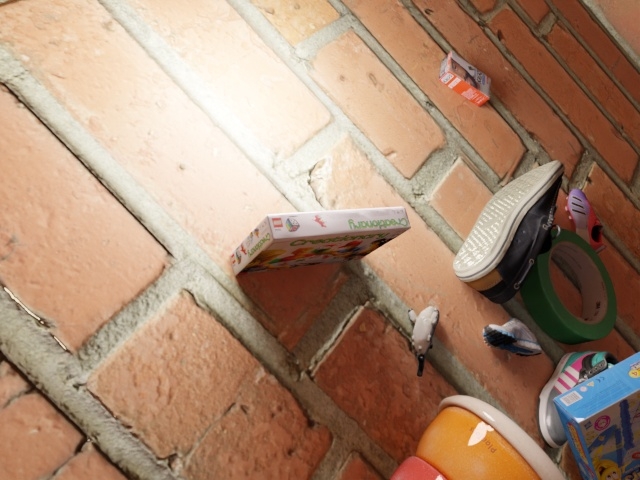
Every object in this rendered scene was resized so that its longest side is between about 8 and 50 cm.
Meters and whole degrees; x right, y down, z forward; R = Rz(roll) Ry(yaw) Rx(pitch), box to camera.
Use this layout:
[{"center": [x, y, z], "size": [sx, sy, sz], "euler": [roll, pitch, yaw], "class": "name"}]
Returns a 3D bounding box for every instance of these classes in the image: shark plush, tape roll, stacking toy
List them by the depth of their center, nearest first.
[{"center": [0.164, 0.520, 0.816], "size": [0.479, 0.350, 0.351], "euler": [-27, 84, -17], "class": "stacking toy"}, {"center": [0.242, 0.220, 1.093], "size": [0.067, 0.073, 0.161], "euler": [42, 43, -46], "class": "shark plush"}, {"center": [0.695, 0.127, 1.384], "size": [0.321, 0.077, 0.321], "euler": [13, 63, -26], "class": "tape roll"}]

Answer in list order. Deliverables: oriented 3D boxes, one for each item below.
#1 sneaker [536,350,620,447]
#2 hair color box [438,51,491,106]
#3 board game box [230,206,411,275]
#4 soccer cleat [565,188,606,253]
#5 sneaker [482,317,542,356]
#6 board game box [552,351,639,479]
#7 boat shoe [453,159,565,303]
[{"center": [0.653, 0.373, 1.185], "size": [0.124, 0.178, 0.295], "euler": [48, 54, -3], "class": "sneaker"}, {"center": [0.452, -0.502, 1.534], "size": [0.167, 0.053, 0.093], "euler": [25, 59, -18], "class": "hair color box"}, {"center": [0.000, 0.000, 0.960], "size": [0.305, 0.193, 0.053], "euler": [-6, 72, -32], "class": "board game box"}, {"center": [0.835, -0.063, 1.537], "size": [0.083, 0.095, 0.248], "euler": [22, 60, -21], "class": "soccer cleat"}, {"center": [0.468, 0.228, 1.218], "size": [0.190, 0.071, 0.083], "euler": [23, 52, -30], "class": "sneaker"}, {"center": [0.716, 0.414, 1.102], "size": [0.308, 0.086, 0.302], "euler": [-28, 111, -1], "class": "board game box"}, {"center": [0.523, -0.033, 1.296], "size": [0.156, 0.187, 0.500], "euler": [48, 59, -10], "class": "boat shoe"}]
